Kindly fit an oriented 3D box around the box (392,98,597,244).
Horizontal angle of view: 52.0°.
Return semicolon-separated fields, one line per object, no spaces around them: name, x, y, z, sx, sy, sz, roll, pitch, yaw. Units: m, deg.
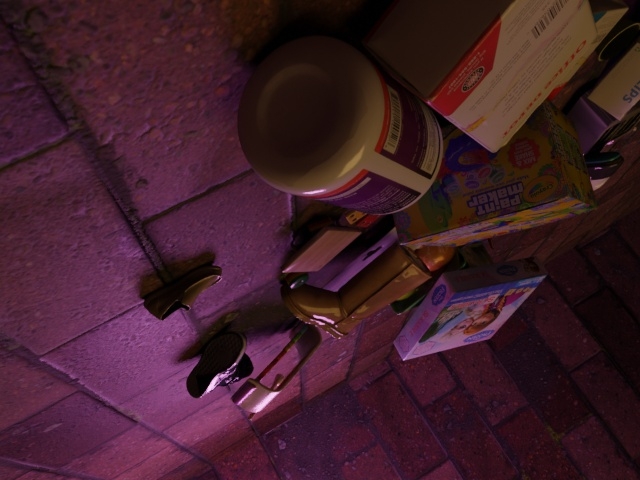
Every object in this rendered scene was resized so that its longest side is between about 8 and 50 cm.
box;0.306;-0.107;1.179;0.290;0.177;0.279;-17;171;29

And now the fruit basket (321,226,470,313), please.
fruit basket;0.202;0.043;1.624;0.327;0.165;0.353;-42;143;22

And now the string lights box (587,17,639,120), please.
string lights box;0.595;-0.343;1.211;0.259;0.077;0.133;-48;174;-41

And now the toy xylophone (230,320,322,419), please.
toy xylophone;-0.118;0.347;1.735;0.236;0.081;0.323;-49;176;30

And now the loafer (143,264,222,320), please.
loafer;-0.234;0.094;1.153;0.148;0.050;0.056;-29;160;-11

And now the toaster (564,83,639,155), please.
toaster;0.654;-0.295;1.512;0.168;0.110;0.185;-26;159;-21

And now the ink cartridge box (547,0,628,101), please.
ink cartridge box;0.375;-0.311;1.088;0.134;0.078;0.231;-20;157;-30

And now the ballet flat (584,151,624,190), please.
ballet flat;0.643;-0.174;1.600;0.095;0.096;0.280;-20;-164;-7

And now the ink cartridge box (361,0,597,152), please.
ink cartridge box;0.220;-0.260;0.850;0.226;0.131;0.306;-50;158;15

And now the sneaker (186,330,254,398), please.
sneaker;-0.210;0.281;1.589;0.163;0.086;0.226;-10;148;-53

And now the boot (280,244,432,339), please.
boot;0.078;0.092;1.476;0.269;0.089;0.236;-38;133;21

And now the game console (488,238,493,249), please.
game console;0.441;-0.072;1.650;0.124;0.085;0.144;-27;118;-18

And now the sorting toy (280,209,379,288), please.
sorting toy;0.000;0.000;1.297;0.274;0.046;0.132;-42;159;25

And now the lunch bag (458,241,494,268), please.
lunch bag;0.462;0.138;2.061;0.169;0.235;0.287;-38;161;30

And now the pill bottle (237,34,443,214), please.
pill bottle;0.048;-0.131;0.856;0.181;0.181;0.323;-40;160;19

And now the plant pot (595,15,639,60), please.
plant pot;0.488;-0.367;1.128;0.083;0.079;0.083;-29;161;-11

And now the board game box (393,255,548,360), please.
board game box;0.393;0.182;1.740;0.319;0.066;0.318;-8;144;-28

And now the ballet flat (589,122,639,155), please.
ballet flat;0.816;-0.281;1.889;0.058;0.084;0.250;17;152;-5
